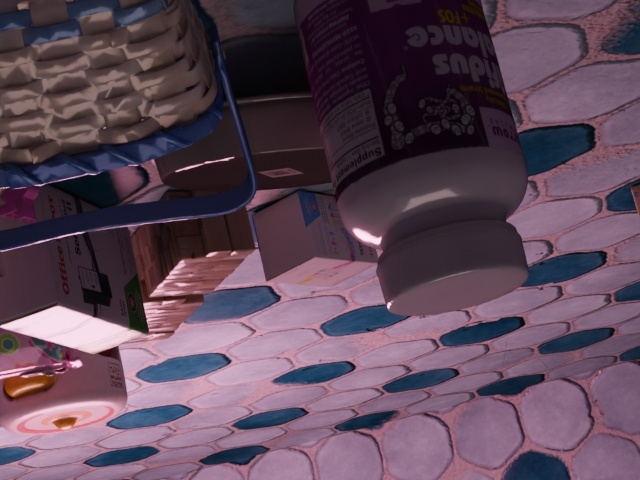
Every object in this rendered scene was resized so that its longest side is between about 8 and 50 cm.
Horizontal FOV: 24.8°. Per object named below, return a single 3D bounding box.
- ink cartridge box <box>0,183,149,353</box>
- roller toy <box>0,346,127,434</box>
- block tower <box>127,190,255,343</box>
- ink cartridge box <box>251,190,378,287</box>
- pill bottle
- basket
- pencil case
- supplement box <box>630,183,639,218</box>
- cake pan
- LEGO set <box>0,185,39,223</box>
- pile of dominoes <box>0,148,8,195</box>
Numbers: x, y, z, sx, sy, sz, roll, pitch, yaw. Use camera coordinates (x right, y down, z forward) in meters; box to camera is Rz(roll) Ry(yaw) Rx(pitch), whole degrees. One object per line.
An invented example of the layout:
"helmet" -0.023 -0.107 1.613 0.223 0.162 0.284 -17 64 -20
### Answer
"ink cartridge box" -0.291 0.033 1.652 0.087 0.153 0.208 -19 162 17
"roller toy" -0.382 0.204 2.125 0.191 0.146 0.209 -4 160 -25
"block tower" -0.189 0.034 1.828 0.091 0.097 0.335 -3 158 -27
"ink cartridge box" 0.000 0.000 1.851 0.090 0.092 0.143 -27 159 37
"pill bottle" 0.085 -0.095 1.269 0.169 0.301 0.169 -12 163 -4
"basket" -0.186 -0.115 1.136 0.255 0.201 0.289 -10 131 -5
"pencil case" -0.461 0.139 1.916 0.284 0.124 0.124 -10 162 -6
"supplement box" 0.483 -0.037 2.056 0.062 0.098 0.036 -20 161 19
"cake pan" -0.039 -0.096 1.486 0.293 0.054 0.293 -5 174 -1
"LEGO set" -0.400 -0.019 1.513 0.227 0.093 0.087 -20 161 22
"pile of dominoes" -0.397 -0.076 1.344 0.196 0.040 0.251 -36 151 -2
